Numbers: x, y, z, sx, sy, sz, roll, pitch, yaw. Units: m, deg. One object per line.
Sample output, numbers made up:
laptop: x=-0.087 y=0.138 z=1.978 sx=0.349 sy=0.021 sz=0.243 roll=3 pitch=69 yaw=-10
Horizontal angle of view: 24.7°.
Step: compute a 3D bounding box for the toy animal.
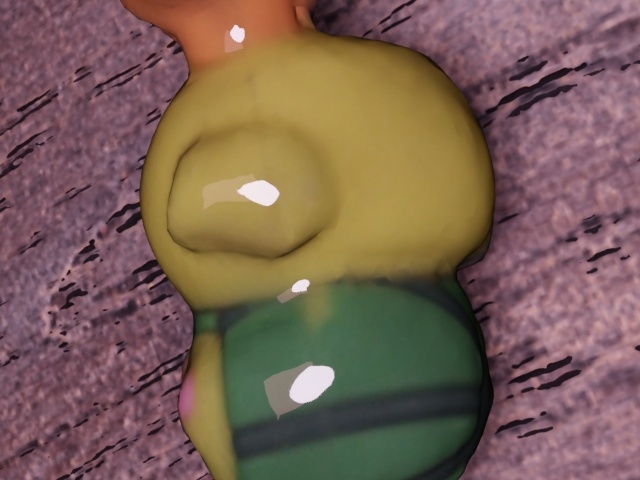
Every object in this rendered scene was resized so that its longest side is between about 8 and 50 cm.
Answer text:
toy animal: x=0.003 y=0.001 z=0.793 sx=0.191 sy=0.216 sz=0.338 roll=-10 pitch=91 yaw=-1
